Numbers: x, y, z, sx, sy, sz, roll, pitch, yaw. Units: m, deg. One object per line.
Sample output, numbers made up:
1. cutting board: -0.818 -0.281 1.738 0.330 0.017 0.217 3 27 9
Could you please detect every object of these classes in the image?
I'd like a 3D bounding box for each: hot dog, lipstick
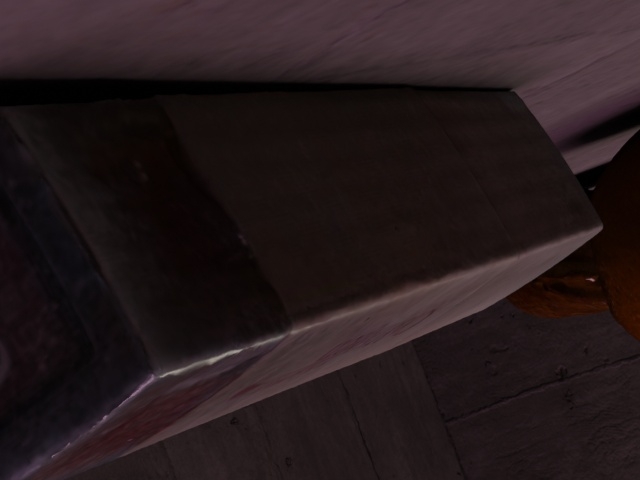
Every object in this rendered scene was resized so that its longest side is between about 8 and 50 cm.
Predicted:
1. hot dog: 0.246 0.006 1.407 0.196 0.122 0.272 -19 179 -3
2. lipstick: 0.000 0.000 0.531 0.076 0.080 0.371 -37 169 24

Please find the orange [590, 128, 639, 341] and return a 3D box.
1. orange: 0.270 -0.007 0.998 0.206 0.206 0.206 -21 175 -2
